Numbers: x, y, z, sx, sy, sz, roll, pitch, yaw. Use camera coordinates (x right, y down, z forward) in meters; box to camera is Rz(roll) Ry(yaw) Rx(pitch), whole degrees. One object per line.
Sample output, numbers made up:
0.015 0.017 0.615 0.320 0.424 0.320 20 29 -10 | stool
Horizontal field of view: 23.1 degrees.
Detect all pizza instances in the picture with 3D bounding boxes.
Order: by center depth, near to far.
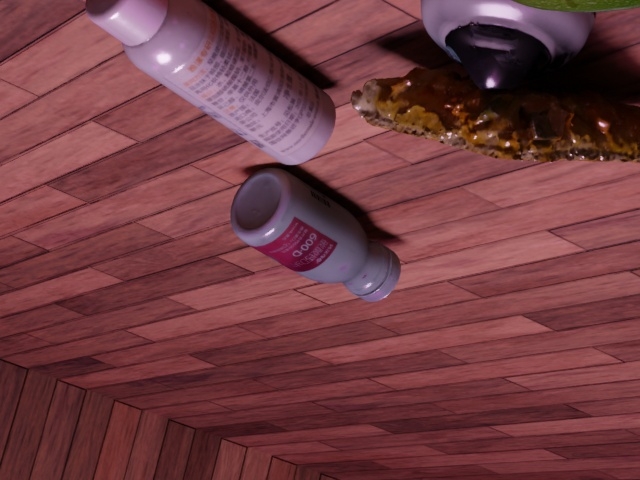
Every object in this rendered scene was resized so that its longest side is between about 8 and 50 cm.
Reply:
0.163 -0.103 1.294 0.292 0.058 0.197 9 -168 11 | pizza

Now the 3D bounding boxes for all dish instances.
0.140 -0.151 1.233 0.141 0.078 0.141 12 162 4 | dish

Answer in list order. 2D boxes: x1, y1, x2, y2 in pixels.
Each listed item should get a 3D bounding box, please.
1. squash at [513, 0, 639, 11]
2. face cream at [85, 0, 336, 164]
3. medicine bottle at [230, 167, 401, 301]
0.227 -0.203 0.997 0.378 0.101 0.101 -3 156 40 | squash
-0.096 -0.156 1.377 0.082 0.082 0.269 -4 154 41 | face cream
0.000 0.000 1.739 0.090 0.090 0.216 -4 155 41 | medicine bottle
